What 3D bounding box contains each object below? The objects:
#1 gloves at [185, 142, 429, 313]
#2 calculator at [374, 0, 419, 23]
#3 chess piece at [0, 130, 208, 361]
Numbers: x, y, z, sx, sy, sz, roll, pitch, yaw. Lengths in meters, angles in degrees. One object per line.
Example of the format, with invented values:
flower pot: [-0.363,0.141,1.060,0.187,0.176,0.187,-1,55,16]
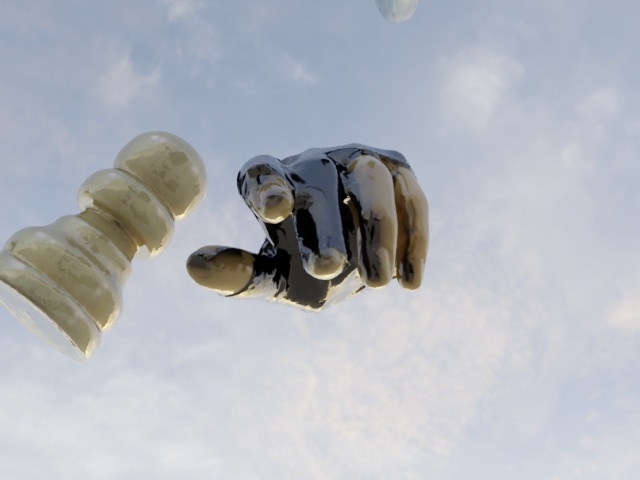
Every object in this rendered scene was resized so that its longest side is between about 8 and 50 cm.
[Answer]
gloves: [-0.002,-0.006,0.630,0.197,0.301,0.152,-27,-90,5]
calculator: [0.071,-0.351,0.812,0.041,0.299,0.185,-17,-99,-1]
chess piece: [-0.254,-0.014,0.923,0.167,0.300,0.167,29,-28,17]
